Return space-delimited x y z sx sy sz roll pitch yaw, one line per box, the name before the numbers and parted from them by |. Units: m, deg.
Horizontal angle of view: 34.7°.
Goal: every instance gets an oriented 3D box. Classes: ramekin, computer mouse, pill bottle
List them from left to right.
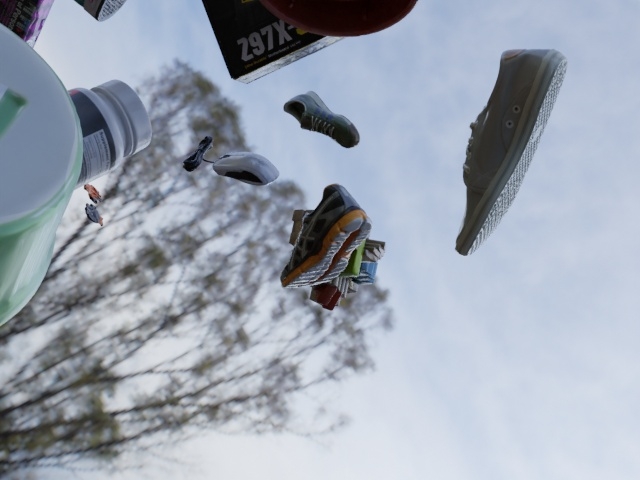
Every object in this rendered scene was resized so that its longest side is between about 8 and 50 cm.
ramekin | -0.350 -0.072 0.860 0.303 0.303 0.148 54 -47 14
pill bottle | -0.447 -0.168 1.776 0.161 0.283 0.161 32 -41 33
computer mouse | -0.166 -0.152 1.952 0.193 0.106 0.042 14 -52 22

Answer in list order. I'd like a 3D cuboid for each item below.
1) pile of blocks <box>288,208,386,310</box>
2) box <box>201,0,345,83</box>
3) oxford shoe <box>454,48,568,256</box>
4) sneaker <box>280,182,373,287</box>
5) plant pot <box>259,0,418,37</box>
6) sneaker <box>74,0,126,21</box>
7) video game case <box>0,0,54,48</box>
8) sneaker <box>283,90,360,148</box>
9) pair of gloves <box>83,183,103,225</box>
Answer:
pile of blocks | 0.037 0.058 1.816 0.148 0.113 0.362 9 -18 12
box | -0.061 -0.476 1.923 0.257 0.322 0.079 69 15 3
oxford shoe | 0.347 -0.178 2.015 0.130 0.169 0.449 26 -64 18
sneaker | 0.000 0.000 1.479 0.215 0.084 0.083 -48 -121 43
plant pot | 0.037 -0.512 1.617 0.272 0.272 0.265 119 -18 -59
sneaker | -0.265 -0.435 1.234 0.178 0.124 0.295 36 -65 0
video game case | -0.450 -0.287 1.273 0.210 0.042 0.232 35 -64 6
sneaker | -0.006 -0.254 2.224 0.192 0.086 0.064 45 -43 31
pair of gloves | -0.478 -0.077 2.149 0.074 0.010 0.083 50 31 -63
